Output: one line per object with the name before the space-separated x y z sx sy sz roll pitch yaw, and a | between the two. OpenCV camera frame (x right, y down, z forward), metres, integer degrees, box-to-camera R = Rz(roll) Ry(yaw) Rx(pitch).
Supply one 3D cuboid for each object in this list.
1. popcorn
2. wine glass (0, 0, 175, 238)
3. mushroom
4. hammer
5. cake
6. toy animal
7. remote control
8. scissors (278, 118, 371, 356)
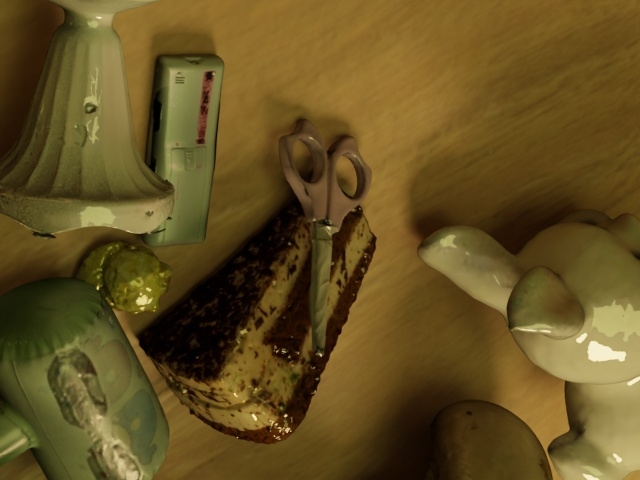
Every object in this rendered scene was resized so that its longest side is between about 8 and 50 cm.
popcorn | -0.168 0.031 1.651 0.083 0.068 0.060 8 82 2
wine glass | -0.190 -0.110 1.514 0.165 0.165 0.197 -5 108 -32
mushroom | 0.122 0.261 1.882 0.215 0.207 0.207 -7 119 6
hammer | -0.299 0.178 1.605 0.335 0.119 0.206 -29 124 -12
cake | -0.024 0.066 1.711 0.246 0.135 0.112 -43 126 -11
toy animal | 0.258 0.093 1.870 0.241 0.196 0.367 -54 131 -6
remote control | -0.115 -0.076 1.654 0.065 0.029 0.166 -4 112 -31
scissors | 0.000 0.000 1.707 0.110 0.021 0.212 17 69 -40
